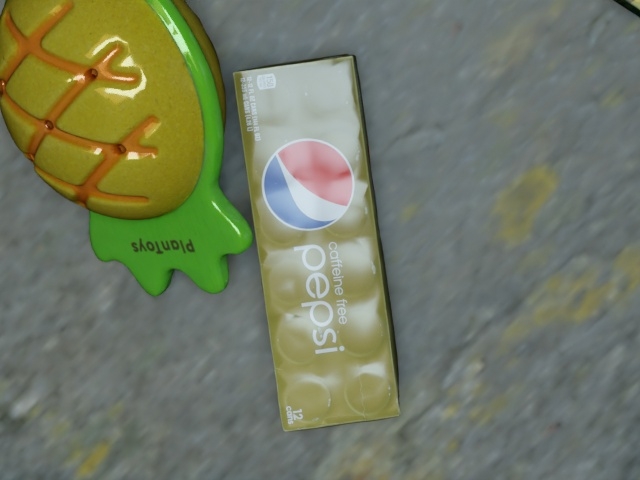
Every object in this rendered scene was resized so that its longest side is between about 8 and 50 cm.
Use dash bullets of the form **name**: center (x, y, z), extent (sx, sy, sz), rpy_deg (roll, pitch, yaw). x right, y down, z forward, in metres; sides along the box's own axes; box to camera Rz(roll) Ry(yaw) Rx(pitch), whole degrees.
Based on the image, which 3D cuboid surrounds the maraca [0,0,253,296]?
- **maraca**: center (-0.096, -0.056, 0.813), extent (0.127, 0.099, 0.186), rpy_deg (-2, 115, 41)

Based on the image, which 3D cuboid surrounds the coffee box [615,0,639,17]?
- **coffee box**: center (0.119, -0.203, 0.816), extent (0.184, 0.040, 0.113), rpy_deg (34, 97, -2)

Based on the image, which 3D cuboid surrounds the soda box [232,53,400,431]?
- **soda box**: center (0.000, 0.000, 0.836), extent (0.061, 0.058, 0.181), rpy_deg (-8, 97, 3)
